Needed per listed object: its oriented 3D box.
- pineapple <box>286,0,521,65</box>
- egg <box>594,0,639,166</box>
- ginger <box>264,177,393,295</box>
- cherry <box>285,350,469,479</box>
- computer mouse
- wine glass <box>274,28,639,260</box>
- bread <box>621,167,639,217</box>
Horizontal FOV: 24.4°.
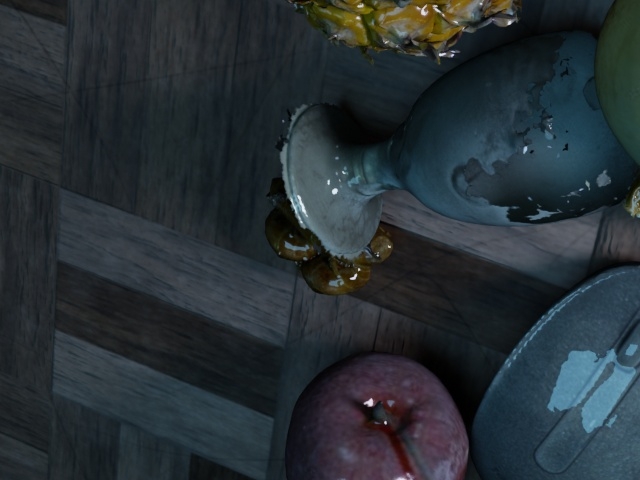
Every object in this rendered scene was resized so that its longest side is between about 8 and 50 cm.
[{"bbox_3d":[0.094,-0.329,1.297,0.352,0.352,0.300,34,133,7],"label":"pineapple"},{"bbox_3d":[0.380,-0.129,1.324,0.295,0.218,0.218,39,129,-13],"label":"egg"},{"bbox_3d":[0.000,0.000,1.689,0.162,0.073,0.103,33,113,16],"label":"ginger"},{"bbox_3d":[0.062,0.247,1.687,0.213,0.236,0.285,20,150,17],"label":"cherry"},{"bbox_3d":[0.288,0.184,1.608,0.203,0.114,0.374,33,126,9],"label":"computer mouse"},{"bbox_3d":[0.143,-0.093,1.492,0.357,0.190,0.190,-10,111,37],"label":"wine glass"},{"bbox_3d":[0.351,-0.047,1.475,0.083,0.077,0.070,41,116,3],"label":"bread"}]
